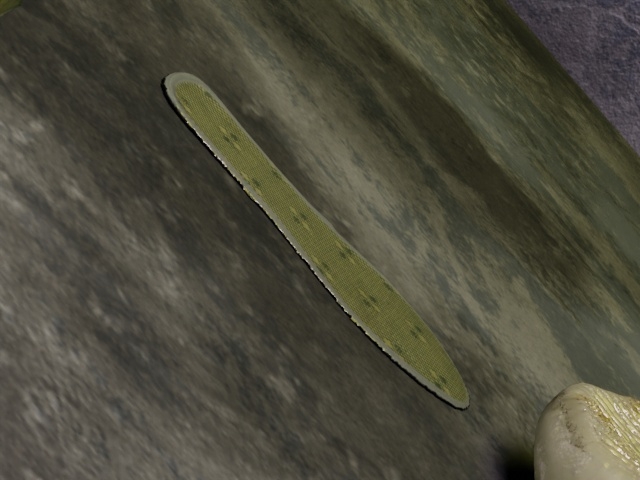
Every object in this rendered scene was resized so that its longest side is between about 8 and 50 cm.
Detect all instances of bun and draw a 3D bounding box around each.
[{"bbox_3d":[0.214,0.185,1.014,0.183,0.102,0.183,30,22,-14],"label":"bun"}]

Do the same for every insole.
[{"bbox_3d":[0.000,0.000,1.057,0.322,0.007,0.109,49,19,0],"label":"insole"}]

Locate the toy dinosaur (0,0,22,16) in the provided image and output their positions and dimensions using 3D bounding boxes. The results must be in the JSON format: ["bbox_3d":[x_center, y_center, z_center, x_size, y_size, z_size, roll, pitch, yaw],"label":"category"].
[{"bbox_3d":[-0.284,-0.223,0.733,0.301,0.087,0.447,55,7,3],"label":"toy dinosaur"}]
